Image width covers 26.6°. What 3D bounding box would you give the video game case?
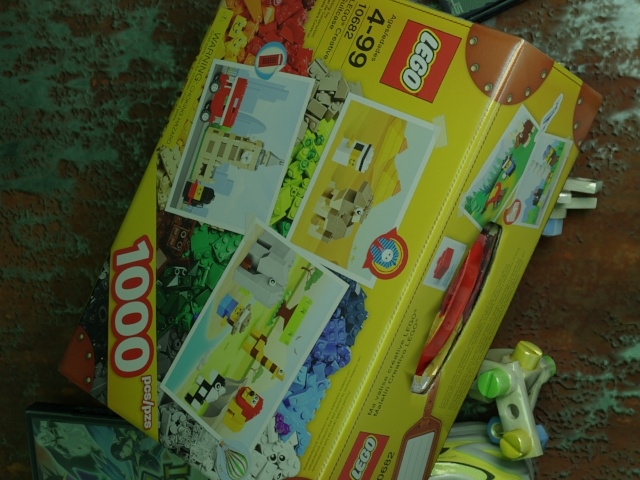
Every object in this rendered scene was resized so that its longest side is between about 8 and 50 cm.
[{"bbox_3d":[-0.231,0.336,1.640,0.248,0.035,0.274,2,107,21],"label":"video game case"}]

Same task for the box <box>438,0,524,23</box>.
[{"bbox_3d":[0.183,-0.372,1.490,0.183,0.059,0.232,-24,87,16],"label":"box"}]

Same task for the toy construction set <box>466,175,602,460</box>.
[{"bbox_3d":[0.181,0.058,1.470,0.215,0.151,0.327,14,90,41],"label":"toy construction set"}]

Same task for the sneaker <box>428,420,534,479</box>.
[{"bbox_3d":[0.045,0.290,1.490,0.385,0.147,0.145,-16,100,6],"label":"sneaker"}]

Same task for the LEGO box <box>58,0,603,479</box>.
[{"bbox_3d":[0.000,0.000,1.395,0.372,0.193,0.500,26,94,37],"label":"LEGO box"}]

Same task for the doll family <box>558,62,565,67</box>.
[{"bbox_3d":[0.194,-0.140,1.494,0.193,0.076,0.111,-1,85,17],"label":"doll family"}]
